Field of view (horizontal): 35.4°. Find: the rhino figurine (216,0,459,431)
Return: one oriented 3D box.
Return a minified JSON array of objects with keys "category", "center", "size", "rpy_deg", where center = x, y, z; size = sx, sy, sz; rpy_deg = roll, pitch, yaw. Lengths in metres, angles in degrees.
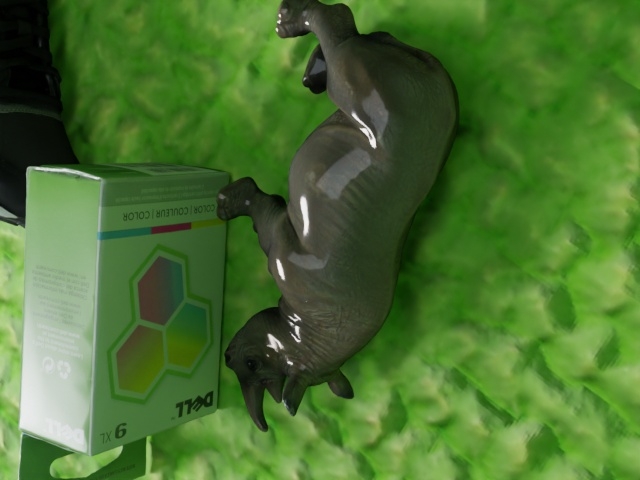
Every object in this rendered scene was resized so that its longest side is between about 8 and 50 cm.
[{"category":"rhino figurine","center":[0.000,0.000,0.533],"size":[0.106,0.073,0.243],"rpy_deg":[29,111,30]}]

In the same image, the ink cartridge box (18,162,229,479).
[{"category":"ink cartridge box","center":[-0.114,0.060,0.589],"size":[0.062,0.109,0.209],"rpy_deg":[10,100,32]}]

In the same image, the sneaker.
[{"category":"sneaker","center":[-0.222,-0.137,0.644],"size":[0.124,0.107,0.283],"rpy_deg":[-45,72,21]}]
